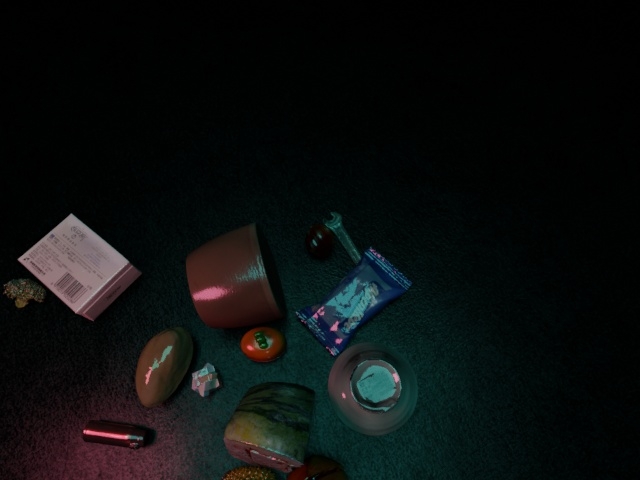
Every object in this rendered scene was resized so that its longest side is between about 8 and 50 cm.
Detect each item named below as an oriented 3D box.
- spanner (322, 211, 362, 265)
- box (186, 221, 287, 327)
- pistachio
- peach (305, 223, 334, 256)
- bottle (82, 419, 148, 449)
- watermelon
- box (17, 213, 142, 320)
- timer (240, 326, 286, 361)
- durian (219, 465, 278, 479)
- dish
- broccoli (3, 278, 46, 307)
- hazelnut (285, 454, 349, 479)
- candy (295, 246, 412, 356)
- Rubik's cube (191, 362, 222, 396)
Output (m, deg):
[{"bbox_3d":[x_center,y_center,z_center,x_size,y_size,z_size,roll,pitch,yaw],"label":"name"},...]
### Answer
[{"bbox_3d":[0.103,0.028,1.400,0.071,0.017,0.301,-29,69,-11],"label":"spanner"},{"bbox_3d":[-0.237,0.115,1.214,0.216,0.301,0.300,-17,68,-3],"label":"box"},{"bbox_3d":[-0.443,0.351,1.197,0.136,0.136,0.225,16,73,6],"label":"pistachio"},{"bbox_3d":[0.001,0.000,1.371,0.101,0.100,0.100,0,66,-1],"label":"peach"},{"bbox_3d":[-0.549,0.527,1.149,0.165,0.060,0.060,7,66,2],"label":"bottle"},{"bbox_3d":[-0.124,0.508,1.136,0.213,0.201,0.261,12,22,7],"label":"watermelon"},{"bbox_3d":[-0.734,0.080,1.310,0.274,0.116,0.203,34,70,14],"label":"box"},{"bbox_3d":[-0.164,0.298,1.223,0.136,0.136,0.099,-14,73,-7],"label":"timer"},{"bbox_3d":[-0.188,0.650,1.060,0.168,0.137,0.158,-3,64,9],"label":"durian"},{"bbox_3d":[0.152,0.410,1.197,0.261,0.085,0.260,0,67,-1],"label":"dish"},{"bbox_3d":[-0.907,0.163,1.306,0.095,0.097,0.091,34,113,35],"label":"broccoli"},{"bbox_3d":[-0.014,0.650,1.035,0.181,0.181,0.212,-9,22,-28],"label":"hazelnut"},{"bbox_3d":[0.103,0.178,1.299,0.331,0.077,0.187,-43,79,-8],"label":"candy"},{"bbox_3d":[-0.325,0.398,1.201,0.084,0.073,0.075,-39,72,-18],"label":"Rubik's cube"}]
